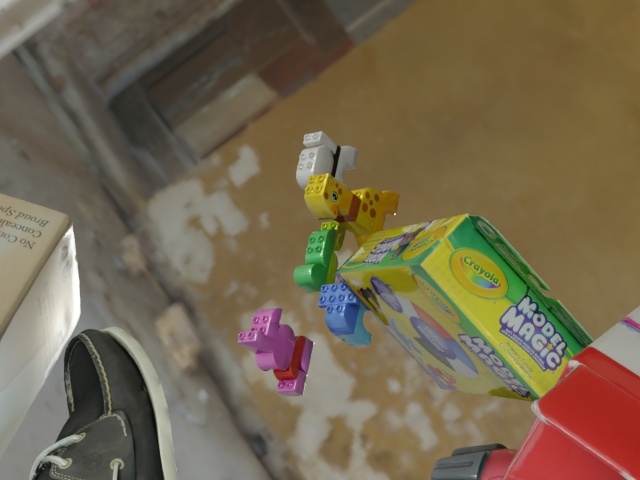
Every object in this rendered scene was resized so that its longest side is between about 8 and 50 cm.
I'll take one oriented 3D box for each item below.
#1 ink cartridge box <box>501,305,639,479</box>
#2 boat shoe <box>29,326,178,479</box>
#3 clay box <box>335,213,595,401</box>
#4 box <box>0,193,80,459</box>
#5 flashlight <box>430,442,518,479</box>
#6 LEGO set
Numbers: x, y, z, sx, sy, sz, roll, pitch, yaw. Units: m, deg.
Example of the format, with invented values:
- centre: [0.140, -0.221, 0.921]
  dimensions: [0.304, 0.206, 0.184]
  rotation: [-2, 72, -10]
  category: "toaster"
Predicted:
- centre: [0.160, 0.098, 0.551]
  dimensions: [0.134, 0.078, 0.231]
  rotation: [34, 24, 19]
  category: "ink cartridge box"
- centre: [-0.128, 0.135, 0.777]
  dimensions: [0.079, 0.084, 0.233]
  rotation: [9, 39, -25]
  category: "boat shoe"
- centre: [0.097, 0.048, 0.932]
  dimensions: [0.127, 0.053, 0.222]
  rotation: [47, -13, -8]
  category: "clay box"
- centre: [-0.283, 0.110, 0.865]
  dimensions: [0.121, 0.148, 0.311]
  rotation: [98, 11, -50]
  category: "box"
- centre: [0.237, 0.200, 1.039]
  dimensions: [0.103, 0.304, 0.103]
  rotation: [65, 34, -25]
  category: "flashlight"
- centre: [0.000, 0.000, 1.082]
  dimensions: [0.093, 0.087, 0.227]
  rotation: [37, 56, -42]
  category: "LEGO set"
